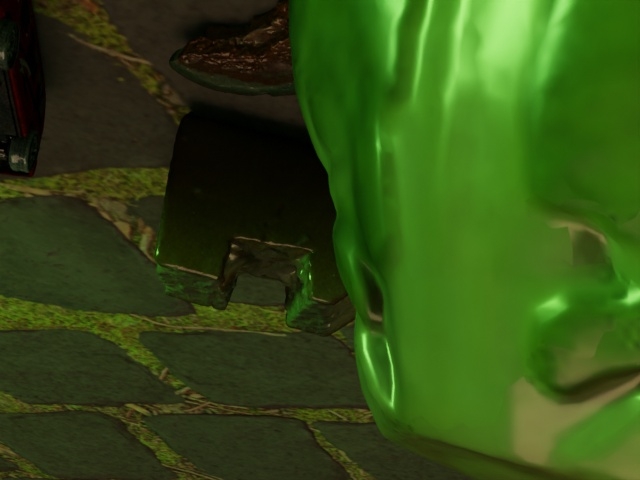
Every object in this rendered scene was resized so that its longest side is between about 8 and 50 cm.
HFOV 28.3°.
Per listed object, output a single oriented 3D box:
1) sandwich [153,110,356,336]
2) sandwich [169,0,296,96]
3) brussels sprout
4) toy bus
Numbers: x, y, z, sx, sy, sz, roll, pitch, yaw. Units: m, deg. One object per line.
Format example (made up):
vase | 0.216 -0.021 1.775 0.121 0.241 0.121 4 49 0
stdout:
sandwich | 0.000 0.000 0.940 0.236 0.128 0.122 12 160 -3
sandwich | -0.029 -0.121 0.821 0.135 0.029 0.067 -10 147 32
brussels sprout | 0.131 -0.084 0.475 0.276 0.371 0.315 10 154 21
toy bus | -0.223 -0.118 0.823 0.081 0.089 0.195 10 153 -1
